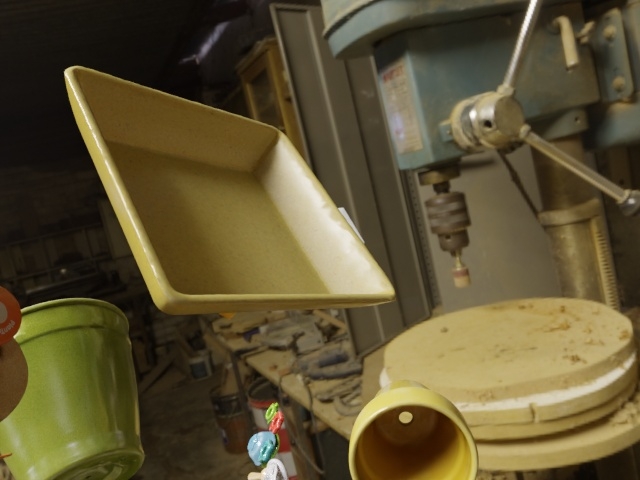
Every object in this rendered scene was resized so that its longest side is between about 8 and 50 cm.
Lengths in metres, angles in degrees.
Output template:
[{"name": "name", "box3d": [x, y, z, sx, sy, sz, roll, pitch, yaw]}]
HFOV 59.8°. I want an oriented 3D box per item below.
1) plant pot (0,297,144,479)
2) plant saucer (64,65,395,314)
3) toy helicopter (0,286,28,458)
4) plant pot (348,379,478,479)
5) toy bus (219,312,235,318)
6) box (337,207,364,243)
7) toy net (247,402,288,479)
[{"name": "plant pot", "box3d": [-0.563, 0.380, 1.244, 0.366, 0.353, 0.366, -24, -33, -17]}, {"name": "plant saucer", "box3d": [-0.109, -0.035, 0.650, 0.332, 0.333, 0.081, 6, -47, -48]}, {"name": "toy helicopter", "box3d": [-0.488, 0.214, 0.652, 0.140, 0.235, 0.355, -18, 9, 17]}, {"name": "plant pot", "box3d": [0.192, 0.422, 1.202, 0.254, 0.254, 0.239, -13, 4, 6]}, {"name": "toy bus", "box3d": [-0.125, 0.032, 1.257, 0.130, 0.108, 0.333, 30, 79, 41]}, {"name": "box", "box3d": [0.000, 0.000, 1.394, 0.170, 0.130, 0.091, -8, -39, -28]}, {"name": "toy net", "box3d": [-0.081, 0.386, 0.984, 0.122, 0.045, 0.232, -56, 16, 2]}]
